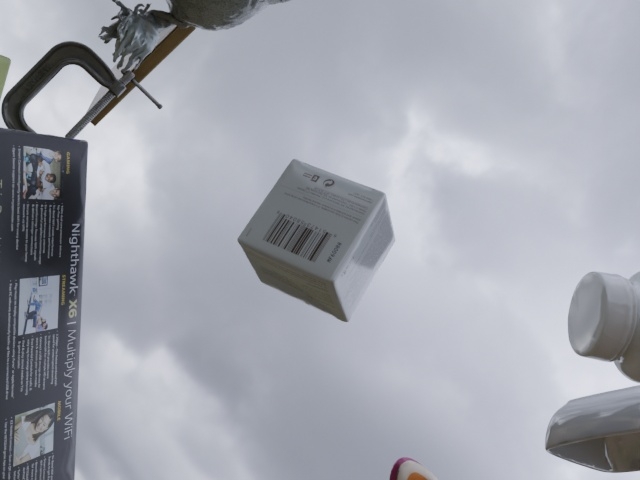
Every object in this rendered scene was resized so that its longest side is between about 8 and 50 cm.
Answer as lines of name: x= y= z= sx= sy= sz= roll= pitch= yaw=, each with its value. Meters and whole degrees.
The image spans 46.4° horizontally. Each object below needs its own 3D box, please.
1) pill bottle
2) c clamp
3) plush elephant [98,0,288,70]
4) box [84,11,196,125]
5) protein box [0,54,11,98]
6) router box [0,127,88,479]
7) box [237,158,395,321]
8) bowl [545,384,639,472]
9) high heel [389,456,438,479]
pill bottle: x=0.549 y=0.138 z=1.120 sx=0.319 sy=0.176 sz=0.176 roll=11 pitch=-38 yaw=-5
c clamp: x=-0.296 y=-0.166 z=0.912 sx=0.137 sy=0.161 sz=0.022 roll=51 pitch=-12 yaw=-22
plush elephant: x=-0.130 y=-0.362 z=0.757 sx=0.272 sy=0.330 sz=0.255 roll=38 pitch=-20 yaw=27
box: x=-0.232 y=-0.257 z=1.013 sx=0.201 sy=0.164 sz=0.021 roll=-37 pitch=-62 yaw=23
protein box: x=-0.443 y=-0.118 z=0.707 sx=0.136 sy=0.201 sz=0.199 roll=15 pitch=-90 yaw=37
router box: x=-0.273 y=0.070 z=0.506 sx=0.081 sy=0.243 sz=0.308 roll=4 pitch=-88 yaw=22
box: x=0.000 y=0.000 z=0.681 sx=0.101 sy=0.102 sz=0.087 roll=23 pitch=-24 yaw=24
bowl: x=0.302 y=0.182 z=0.722 sx=0.142 sy=0.053 sz=0.142 roll=24 pitch=-35 yaw=-35
high heel: x=0.113 y=0.364 z=1.003 sx=0.117 sy=0.082 sz=0.244 roll=21 pitch=-37 yaw=52
